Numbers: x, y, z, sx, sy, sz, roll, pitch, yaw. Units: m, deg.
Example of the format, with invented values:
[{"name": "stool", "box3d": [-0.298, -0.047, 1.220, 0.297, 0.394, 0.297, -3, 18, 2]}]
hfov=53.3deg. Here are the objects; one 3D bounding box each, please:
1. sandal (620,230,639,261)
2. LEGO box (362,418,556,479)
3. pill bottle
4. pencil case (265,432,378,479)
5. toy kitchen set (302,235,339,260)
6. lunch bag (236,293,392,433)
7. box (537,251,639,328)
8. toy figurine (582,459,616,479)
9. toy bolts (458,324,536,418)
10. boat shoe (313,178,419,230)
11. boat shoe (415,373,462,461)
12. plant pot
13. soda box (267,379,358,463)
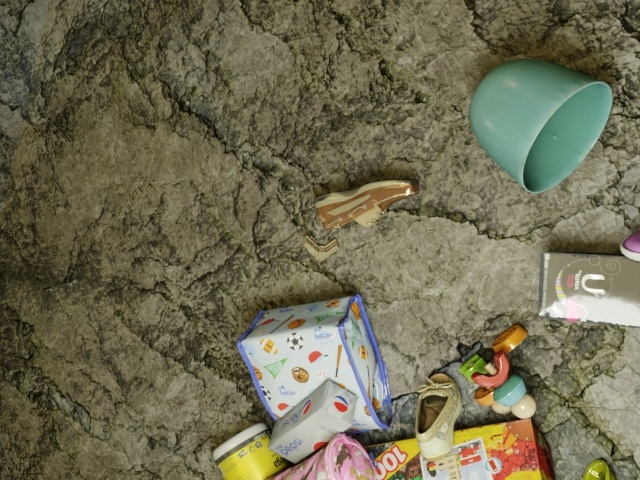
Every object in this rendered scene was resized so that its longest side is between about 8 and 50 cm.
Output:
[{"name": "sandal", "box3d": [0.866, -0.046, 1.391, 0.416, 0.169, 0.102, -12, 107, 9]}, {"name": "LEGO box", "box3d": [0.321, 0.682, 1.553, 0.500, 0.193, 0.373, -19, 44, 25]}, {"name": "pill bottle", "box3d": [-0.166, 0.732, 1.896, 0.188, 0.188, 0.334, -39, 73, 21]}, {"name": "pencil case", "box3d": [-0.022, 0.639, 1.647, 0.160, 0.167, 0.386, 53, 129, 10]}, {"name": "toy kitchen set", "box3d": [0.000, 0.000, 1.897, 0.075, 0.083, 0.068, -35, 33, 22]}, {"name": "lunch bag", "box3d": [0.002, 0.371, 1.787, 0.327, 0.239, 0.386, -12, 108, 24]}, {"name": "box", "box3d": [0.667, 0.113, 1.513, 0.270, 0.143, 0.165, 2, 90, 26]}, {"name": "toy figurine", "box3d": [0.697, 0.671, 1.406, 0.217, 0.362, 0.191, 21, 106, 10]}, {"name": "toy bolts", "box3d": [0.473, 0.340, 1.578, 0.218, 0.228, 0.158, -41, 85, 5]}, {"name": "boat shoe", "box3d": [0.133, -0.098, 1.810, 0.323, 0.122, 0.120, -12, 89, 34]}, {"name": "boat shoe", "box3d": [0.296, 0.426, 1.623, 0.104, 0.285, 0.089, -20, 112, 22]}, {"name": "plant pot", "box3d": [0.504, -0.300, 1.535, 0.235, 0.293, 0.293, 46, 109, 34]}, {"name": "soda box", "box3d": [-0.024, 0.483, 1.681, 0.098, 0.091, 0.286, 33, 130, -13]}]
